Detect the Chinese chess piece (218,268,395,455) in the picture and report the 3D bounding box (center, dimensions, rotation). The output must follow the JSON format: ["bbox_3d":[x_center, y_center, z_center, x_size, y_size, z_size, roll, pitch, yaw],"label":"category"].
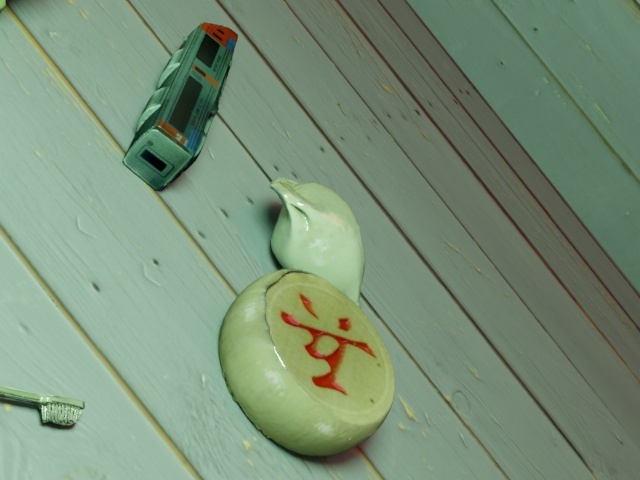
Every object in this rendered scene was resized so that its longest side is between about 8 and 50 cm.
[{"bbox_3d":[-0.017,0.157,1.238,0.249,0.103,0.250,34,33,-26],"label":"Chinese chess piece"}]

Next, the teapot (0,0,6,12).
[{"bbox_3d":[-0.423,-0.416,1.182,0.239,0.239,0.322,56,20,-19],"label":"teapot"}]

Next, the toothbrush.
[{"bbox_3d":[-0.338,0.135,0.863,0.294,0.026,0.028,23,54,-43],"label":"toothbrush"}]

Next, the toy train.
[{"bbox_3d":[-0.201,-0.226,1.434,0.089,0.086,0.409,38,31,-20],"label":"toy train"}]

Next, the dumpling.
[{"bbox_3d":[0.000,0.000,1.438,0.252,0.131,0.179,55,4,-18],"label":"dumpling"}]
